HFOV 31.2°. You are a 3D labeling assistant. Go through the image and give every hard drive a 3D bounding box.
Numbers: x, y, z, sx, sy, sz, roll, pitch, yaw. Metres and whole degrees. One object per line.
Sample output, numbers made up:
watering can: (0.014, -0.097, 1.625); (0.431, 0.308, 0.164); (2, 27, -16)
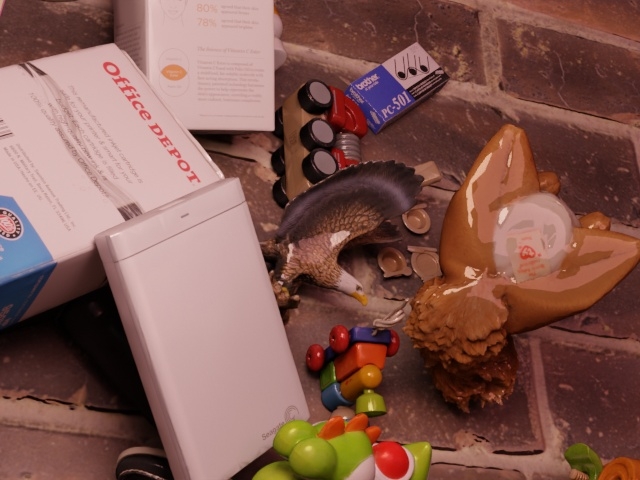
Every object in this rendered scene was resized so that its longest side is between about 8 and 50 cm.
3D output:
hard drive: (-0.143, 0.121, 1.482); (0.233, 0.047, 0.353); (-29, 108, -46)

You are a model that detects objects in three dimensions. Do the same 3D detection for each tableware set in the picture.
tableware set: (0.141, 0.002, 1.970); (0.141, 0.020, 0.168); (-5, 64, -30)

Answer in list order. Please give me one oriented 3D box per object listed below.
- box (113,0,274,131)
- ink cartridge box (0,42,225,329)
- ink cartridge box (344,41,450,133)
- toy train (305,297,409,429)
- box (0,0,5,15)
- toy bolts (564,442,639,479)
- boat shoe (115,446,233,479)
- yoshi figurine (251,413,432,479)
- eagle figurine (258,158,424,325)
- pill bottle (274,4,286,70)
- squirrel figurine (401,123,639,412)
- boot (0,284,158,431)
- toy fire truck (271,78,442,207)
box: (-0.202, -0.342, 1.815); (0.215, 0.168, 0.345); (-2, 94, -28)
ink cartridge box: (-0.362, -0.074, 1.497); (0.395, 0.166, 0.285); (-25, 72, -46)
ink cartridge box: (0.142, -0.284, 2.125); (0.097, 0.046, 0.207); (48, 52, 7)
toy train: (0.071, 0.194, 1.679); (0.105, 0.248, 0.143); (6, 64, -24)
box: (-0.608, -0.331, 1.703); (0.243, 0.117, 0.213); (16, 67, -19)
toy bolts: (0.464, 0.450, 1.770); (0.159, 0.218, 0.228); (28, 71, -17)
boat shoe: (-0.138, 0.403, 1.522); (0.340, 0.127, 0.113); (39, 39, -13)
yoshi figurine: (0.020, 0.349, 1.542); (0.362, 0.204, 0.203); (39, 56, -50)
eagle figurine: (0.007, 0.008, 1.784); (0.298, 0.226, 0.225); (-54, 130, -22)
pill bottle: (-0.135, -0.393, 2.004); (0.118, 0.117, 0.208); (-10, 67, -31)
squirrel figurine: (0.276, 0.066, 1.831); (0.281, 0.370, 0.397); (37, 84, 4)
boot: (-0.298, 0.166, 1.585); (0.445, 0.146, 0.367); (47, 54, -1)
toy fire truck: (0.060, -0.147, 1.950); (0.246, 0.158, 0.217); (17, 54, -32)
